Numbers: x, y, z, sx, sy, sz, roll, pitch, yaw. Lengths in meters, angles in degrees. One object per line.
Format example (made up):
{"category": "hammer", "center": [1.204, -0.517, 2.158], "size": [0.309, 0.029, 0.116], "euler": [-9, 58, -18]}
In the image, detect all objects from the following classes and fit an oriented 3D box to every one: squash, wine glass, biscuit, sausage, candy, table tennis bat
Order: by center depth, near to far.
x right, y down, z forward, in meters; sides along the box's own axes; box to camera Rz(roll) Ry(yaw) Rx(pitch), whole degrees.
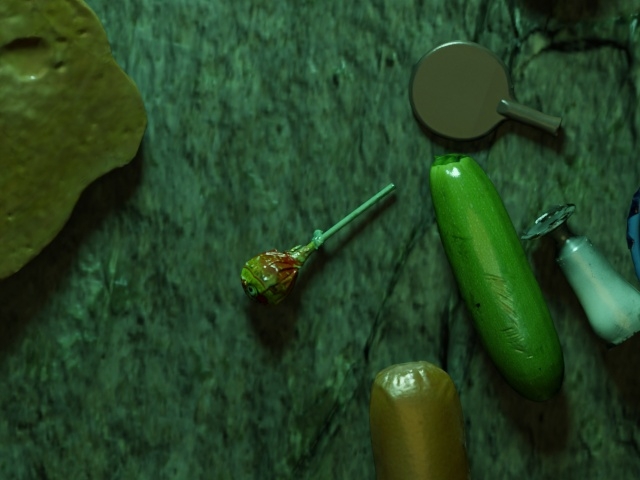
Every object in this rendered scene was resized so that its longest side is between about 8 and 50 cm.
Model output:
{"category": "biscuit", "center": [-0.390, -0.139, 1.712], "size": [0.365, 0.062, 0.385], "euler": [-44, 123, -2]}
{"category": "table tennis bat", "center": [0.174, -0.143, 1.747], "size": [0.169, 0.119, 0.108], "euler": [20, 99, 0]}
{"category": "squash", "center": [0.187, 0.043, 1.794], "size": [0.082, 0.082, 0.293], "euler": [-22, 98, 5]}
{"category": "wine glass", "center": [0.288, 0.036, 1.797], "size": [0.072, 0.072, 0.155], "euler": [-37, 97, 7]}
{"category": "candy", "center": [0.000, 0.000, 1.813], "size": [0.201, 0.060, 0.060], "euler": [-37, 96, 0]}
{"category": "sausage", "center": [0.112, 0.265, 1.823], "size": [0.105, 0.105, 0.274], "euler": [-8, 99, 3]}

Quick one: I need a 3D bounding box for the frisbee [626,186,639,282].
{"category": "frisbee", "center": [0.445, -0.020, 1.792], "size": [0.242, 0.045, 0.242], "euler": [-1, 110, -2]}
